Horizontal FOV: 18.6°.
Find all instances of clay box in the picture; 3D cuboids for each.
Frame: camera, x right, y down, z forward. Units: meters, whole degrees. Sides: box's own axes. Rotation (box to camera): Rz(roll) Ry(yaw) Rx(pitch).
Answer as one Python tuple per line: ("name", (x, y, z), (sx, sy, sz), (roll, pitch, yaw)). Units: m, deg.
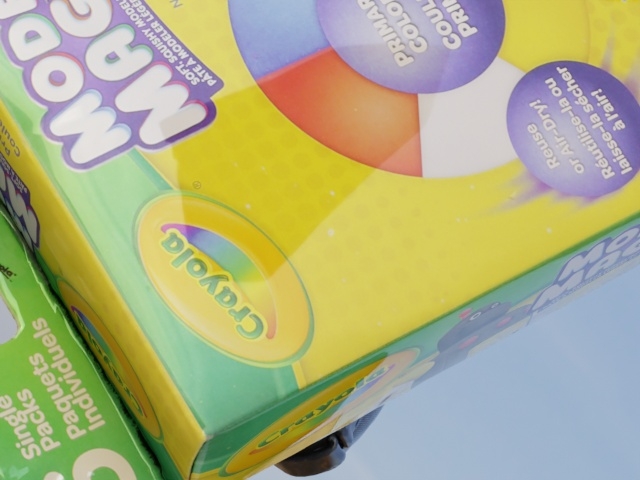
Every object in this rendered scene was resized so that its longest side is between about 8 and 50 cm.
("clay box", (0.007, -0.033, 0.445), (0.127, 0.222, 0.053), (56, -24, 16))

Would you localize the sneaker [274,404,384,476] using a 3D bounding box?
("sneaker", (0.000, 0.000, 0.858), (0.079, 0.217, 0.121), (7, -34, 16))
